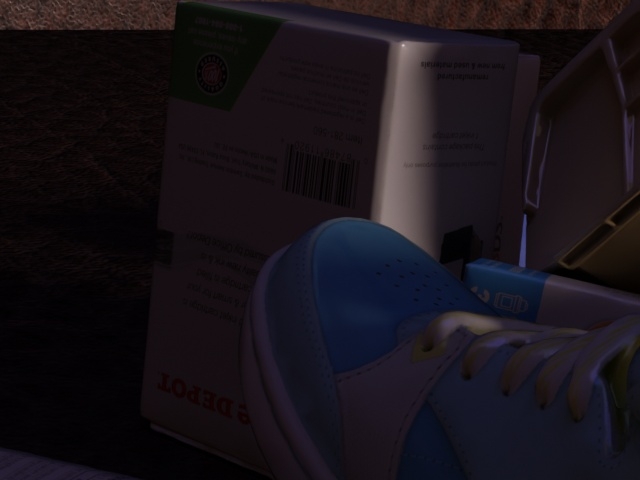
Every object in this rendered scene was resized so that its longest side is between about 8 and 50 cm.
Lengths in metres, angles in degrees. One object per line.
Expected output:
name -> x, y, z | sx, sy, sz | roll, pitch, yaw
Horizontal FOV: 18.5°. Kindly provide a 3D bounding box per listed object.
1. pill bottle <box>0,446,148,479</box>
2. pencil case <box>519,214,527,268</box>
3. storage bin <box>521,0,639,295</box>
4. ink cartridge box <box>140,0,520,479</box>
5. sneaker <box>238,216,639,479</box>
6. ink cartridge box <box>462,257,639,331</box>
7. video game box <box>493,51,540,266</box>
pill bottle -> -0.092, 0.126, 0.599 | 0.221, 0.121, 0.121 | 9, 14, 24
pencil case -> 0.122, -0.031, 1.358 | 0.133, 0.119, 0.306 | 10, 14, 37
storage bin -> 0.268, -0.032, 0.906 | 0.262, 0.260, 0.123 | 26, 45, -21
ink cartridge box -> 0.000, 0.000, 0.968 | 0.093, 0.219, 0.160 | -4, 15, -43
sneaker -> 0.098, 0.045, 0.593 | 0.127, 0.208, 0.319 | -5, 40, -36
ink cartridge box -> 0.142, 0.078, 0.855 | 0.181, 0.104, 0.061 | 13, 4, 10
video game box -> 0.034, -0.014, 1.065 | 0.048, 0.205, 0.187 | -4, 15, -34
